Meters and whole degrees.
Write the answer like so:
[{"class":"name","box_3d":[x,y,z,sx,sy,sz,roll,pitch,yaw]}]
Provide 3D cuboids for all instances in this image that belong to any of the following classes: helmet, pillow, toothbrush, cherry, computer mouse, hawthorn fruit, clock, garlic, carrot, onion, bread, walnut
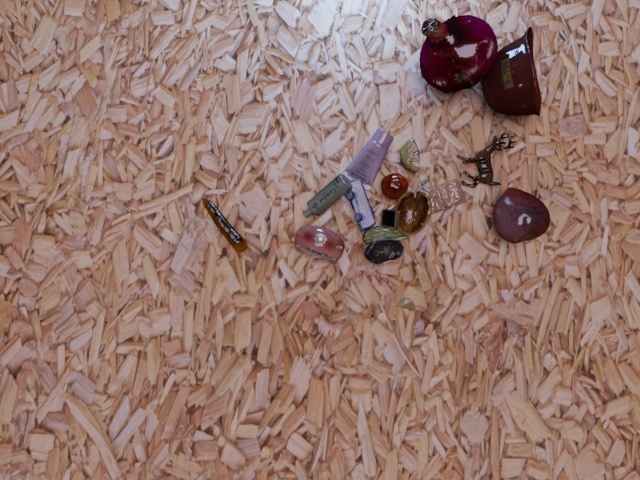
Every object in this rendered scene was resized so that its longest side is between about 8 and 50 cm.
[{"class":"helmet","box_3d":[0.857,-0.730,1.827,0.230,0.338,0.383,-8,91,34]},{"class":"pillow","box_3d":[0.565,-0.202,1.896,0.233,0.043,0.126,-18,91,-4]},{"class":"toothbrush","box_3d":[0.398,-0.204,1.901,0.288,0.024,0.021,-38,89,-3]},{"class":"cherry","box_3d":[0.894,-0.108,1.819,0.240,0.206,0.239,-8,52,11]},{"class":"computer mouse","box_3d":[0.288,0.048,1.860,0.193,0.062,0.105,-8,102,-11]},{"class":"hawthorn fruit","box_3d":[0.342,-0.259,1.861,0.125,0.140,0.125,-7,53,9]},{"class":"clock","box_3d":[0.000,0.000,1.778,0.228,0.241,0.142,20,83,2]},{"class":"garlic","box_3d":[0.403,0.295,1.856,0.084,0.041,0.053,22,91,-6]},{"class":"carrot","box_3d":[-0.451,-0.077,1.867,0.066,0.066,0.314,-38,86,-3]},{"class":"onion","box_3d":[0.570,-0.843,1.768,0.386,0.348,0.346,18,84,-40]},{"class":"bread","box_3d":[0.419,-0.388,1.887,0.095,0.083,0.157,-23,84,1]},{"class":"walnut","box_3d":[0.430,-0.129,1.856,0.167,0.087,0.211,27,107,23]}]

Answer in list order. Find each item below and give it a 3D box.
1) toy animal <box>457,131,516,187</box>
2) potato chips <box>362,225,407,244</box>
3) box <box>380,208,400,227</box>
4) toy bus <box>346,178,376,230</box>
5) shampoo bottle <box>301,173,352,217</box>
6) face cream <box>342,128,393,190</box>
[{"class":"toy animal","box_3d":[0.786,-0.377,1.902,0.261,0.087,0.243,-8,99,-3]},{"class":"potato chips","box_3d":[0.298,-0.028,1.885,0.208,0.028,0.091,-9,87,1]},{"class":"box","box_3d":[0.320,-0.103,1.858,0.083,0.035,0.079,11,104,39]},{"class":"toy bus","box_3d":[0.186,-0.164,1.861,0.094,0.079,0.236,-20,85,13]},{"class":"shampoo bottle","box_3d":[0.022,-0.192,1.842,0.262,0.085,0.085,-39,87,21]},{"class":"face cream","box_3d":[0.233,-0.385,1.891,0.154,0.096,0.273,31,99,-1]}]
